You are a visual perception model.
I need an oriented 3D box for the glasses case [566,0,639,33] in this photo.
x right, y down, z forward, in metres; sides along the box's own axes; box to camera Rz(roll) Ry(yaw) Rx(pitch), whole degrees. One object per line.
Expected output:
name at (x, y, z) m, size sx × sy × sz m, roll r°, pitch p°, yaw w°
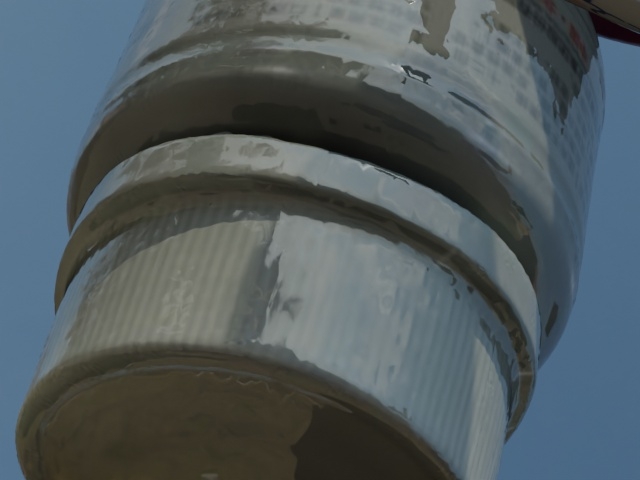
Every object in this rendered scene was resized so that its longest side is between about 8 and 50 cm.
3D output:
glasses case at (0.098, -0.077, 0.440) m, size 0.197 × 0.076 × 0.049 m, roll 27°, pitch -83°, yaw 19°

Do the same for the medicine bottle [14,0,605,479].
medicine bottle at (0.000, 0.000, 0.779) m, size 0.245 × 0.306 × 0.245 m, roll 10°, pitch -42°, yaw 9°

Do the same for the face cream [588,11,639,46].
face cream at (0.212, -0.208, 0.878) m, size 0.175 × 0.175 × 0.195 m, roll 20°, pitch -66°, yaw 32°
